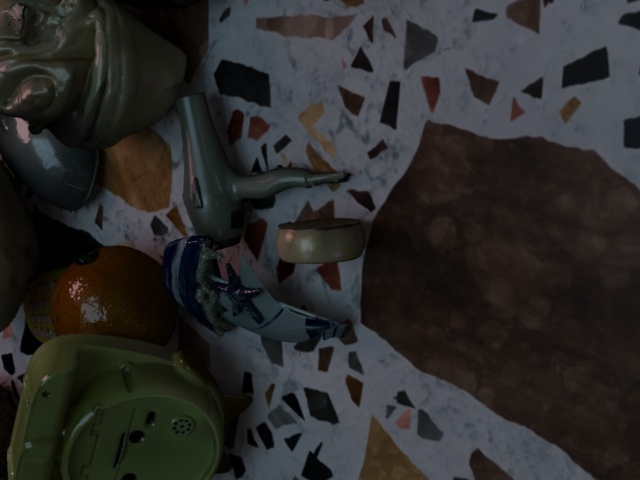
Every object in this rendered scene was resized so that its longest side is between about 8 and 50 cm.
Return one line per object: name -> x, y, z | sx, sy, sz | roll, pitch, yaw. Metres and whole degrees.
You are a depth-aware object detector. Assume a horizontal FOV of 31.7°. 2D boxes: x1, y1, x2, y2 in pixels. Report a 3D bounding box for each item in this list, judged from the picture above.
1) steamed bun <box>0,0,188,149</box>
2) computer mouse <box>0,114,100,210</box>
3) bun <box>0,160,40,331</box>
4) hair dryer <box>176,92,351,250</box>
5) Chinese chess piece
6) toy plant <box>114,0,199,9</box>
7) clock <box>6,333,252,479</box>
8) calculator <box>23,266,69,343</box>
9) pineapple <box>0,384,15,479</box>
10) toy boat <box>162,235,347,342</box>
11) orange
steamed bun -> -0.376, -0.244, 1.666 | 0.320, 0.275, 0.206 | 5, 64, 37
computer mouse -> -0.503, -0.201, 1.886 | 0.379, 0.090, 0.167 | 49, 122, 20
bun -> -0.605, -0.015, 1.897 | 0.362, 0.234, 0.326 | 60, 142, 34
hair dryer -> -0.108, -0.132, 1.615 | 0.267, 0.092, 0.229 | -29, 88, 27
Chinese chess piece -> 0.000, 0.000, 1.532 | 0.122, 0.122, 0.051 | 1, 99, 36
toy plant -> -0.261, -0.420, 1.611 | 0.235, 0.175, 0.218 | 35, 145, 34
clock -> -0.277, 0.290, 1.677 | 0.117, 0.348, 0.286 | -121, 43, -57
calculator -> -0.432, 0.117, 1.930 | 0.234, 0.032, 0.146 | -5, 97, 38
pineapple -> -0.621, 0.439, 2.056 | 0.165, 0.165, 0.365 | 0, 100, 36
toy boat -> -0.108, 0.072, 1.614 | 0.291, 0.070, 0.210 | 3, 139, 38
orange -> -0.322, 0.105, 1.750 | 0.206, 0.206, 0.206 | 8, 104, 35
